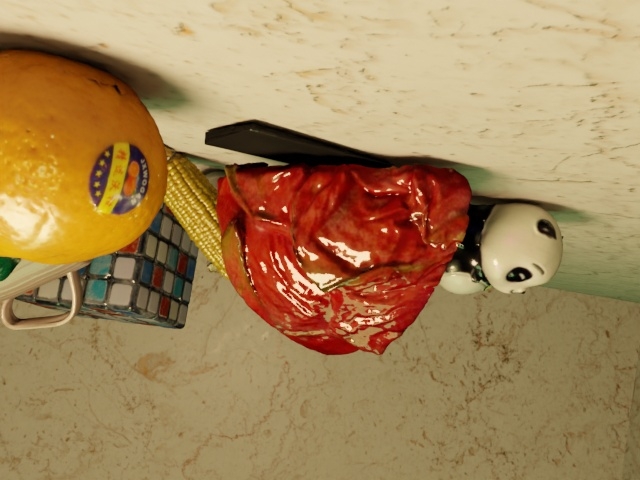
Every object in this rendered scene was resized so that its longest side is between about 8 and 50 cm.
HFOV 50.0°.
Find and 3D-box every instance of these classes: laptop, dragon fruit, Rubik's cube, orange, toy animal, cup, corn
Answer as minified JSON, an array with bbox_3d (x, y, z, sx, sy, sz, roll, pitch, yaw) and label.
[{"bbox_3d":[-0.026,-0.108,0.817,0.197,0.016,0.135,10,177,-32],"label":"laptop"},{"bbox_3d":[0.037,-0.028,0.860,0.302,0.240,0.330,40,137,-25],"label":"dragon fruit"},{"bbox_3d":[-0.459,0.029,1.540,0.291,0.287,0.293,4,166,11],"label":"Rubik's cube"},{"bbox_3d":[-0.250,-0.073,0.631,0.219,0.193,0.219,21,-171,-3],"label":"orange"},{"bbox_3d":[0.242,0.011,0.956,0.179,0.138,0.166,7,174,24],"label":"toy animal"},{"bbox_3d":[-0.589,0.027,1.307,0.273,0.289,0.208,-21,162,3],"label":"cup"},{"bbox_3d":[-0.168,-0.029,1.043,0.238,0.080,0.080,53,168,-8],"label":"corn"}]

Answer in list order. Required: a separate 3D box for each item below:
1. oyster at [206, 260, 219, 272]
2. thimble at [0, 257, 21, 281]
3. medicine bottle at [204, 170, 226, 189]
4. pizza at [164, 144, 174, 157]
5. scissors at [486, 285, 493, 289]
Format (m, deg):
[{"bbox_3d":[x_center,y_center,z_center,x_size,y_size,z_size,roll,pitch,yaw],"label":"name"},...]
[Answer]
[{"bbox_3d":[-0.118,0.001,1.205,0.083,0.214,0.223,45,-159,-8],"label":"oyster"},{"bbox_3d":[-0.541,-0.067,1.016,0.288,0.167,0.254,9,150,43],"label":"thimble"},{"bbox_3d":[-0.193,-0.062,1.217,0.106,0.107,0.191,11,176,-20],"label":"medicine bottle"},{"bbox_3d":[-0.287,-0.131,0.952,0.184,0.036,0.176,8,176,34],"label":"pizza"},{"bbox_3d":[0.237,0.015,1.109,0.133,0.020,0.187,6,-142,24],"label":"scissors"}]
